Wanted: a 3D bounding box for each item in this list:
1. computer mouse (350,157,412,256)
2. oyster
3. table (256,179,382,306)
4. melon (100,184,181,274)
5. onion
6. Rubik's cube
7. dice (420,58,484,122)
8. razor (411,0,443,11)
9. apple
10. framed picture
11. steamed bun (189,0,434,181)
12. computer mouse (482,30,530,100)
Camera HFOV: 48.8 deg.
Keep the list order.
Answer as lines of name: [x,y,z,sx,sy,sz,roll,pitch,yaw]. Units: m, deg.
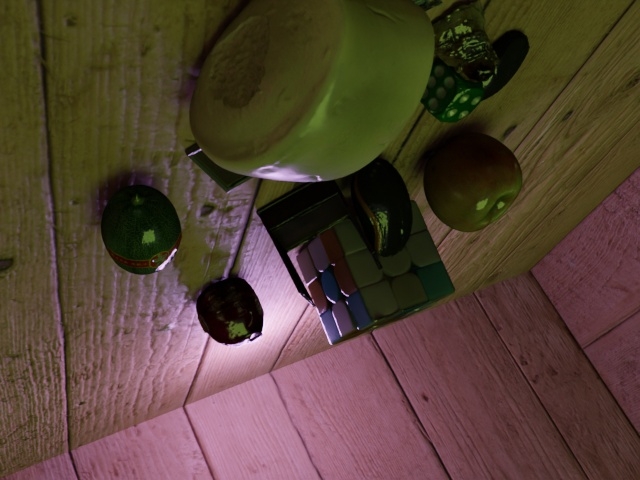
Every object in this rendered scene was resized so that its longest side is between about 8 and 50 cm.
computer mouse: [0.194,-0.096,2.108,0.183,0.116,0.323,-42,124,-31]
oyster: [0.357,-0.462,1.697,0.161,0.107,0.232,-30,143,23]
table: [0.000,0.000,2.060,0.250,0.282,0.196,-28,159,0]
melon: [-0.416,-0.026,1.641,0.182,0.182,0.288,-22,155,-16]
onion: [-0.293,0.246,2.349,0.216,0.206,0.207,-24,158,-13]
Rubik's cube: [0.173,0.110,2.360,0.346,0.347,0.344,-14,167,-29]
dice: [0.332,-0.388,1.815,0.120,0.131,0.128,-9,150,-42]
razor: [0.183,-0.554,1.394,0.111,0.056,0.278,-26,151,-6]
apple: [0.476,-0.192,2.244,0.319,0.277,0.319,-32,155,-17]
framed picture: [-0.134,-0.247,1.707,0.335,0.022,0.247,-31,158,5]
steamed bun: [-0.002,-0.285,1.394,0.371,0.290,0.456,2,144,-46]
computer mouse: [0.457,-0.446,1.905,0.269,0.086,0.137,-37,157,16]
